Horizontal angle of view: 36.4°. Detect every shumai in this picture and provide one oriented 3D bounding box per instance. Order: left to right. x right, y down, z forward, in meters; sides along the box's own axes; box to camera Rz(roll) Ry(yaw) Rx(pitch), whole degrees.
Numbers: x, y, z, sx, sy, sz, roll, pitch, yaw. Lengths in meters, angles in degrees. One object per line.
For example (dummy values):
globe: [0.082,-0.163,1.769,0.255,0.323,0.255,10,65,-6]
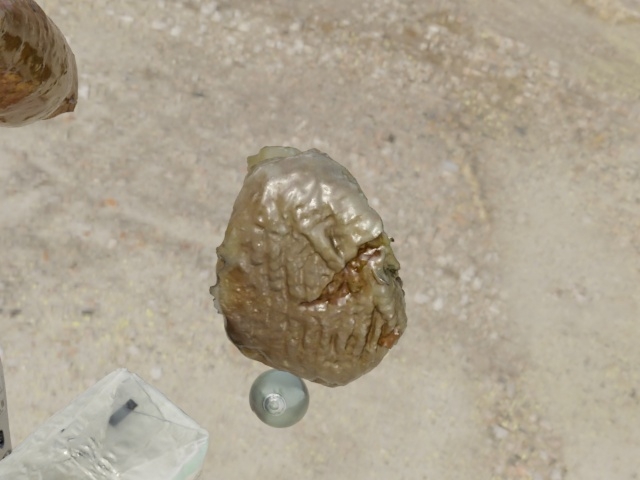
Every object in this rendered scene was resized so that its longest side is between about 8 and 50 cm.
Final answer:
shumai: [0.001,-0.002,1.190,0.217,0.346,0.283,-3,37,12]

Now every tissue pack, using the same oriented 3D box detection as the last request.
tissue pack: [-0.310,0.380,1.337,0.194,0.356,0.266,37,53,16]

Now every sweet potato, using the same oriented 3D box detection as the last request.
sweet potato: [-0.306,-0.175,0.944,0.131,0.131,0.337,10,5,-9]

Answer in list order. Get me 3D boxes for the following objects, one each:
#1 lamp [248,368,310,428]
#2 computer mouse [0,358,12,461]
lamp: [-0.071,0.270,1.671,0.105,0.105,0.105,11,36,-8]
computer mouse: [-0.509,0.269,1.353,0.121,0.296,0.184,-3,19,5]
